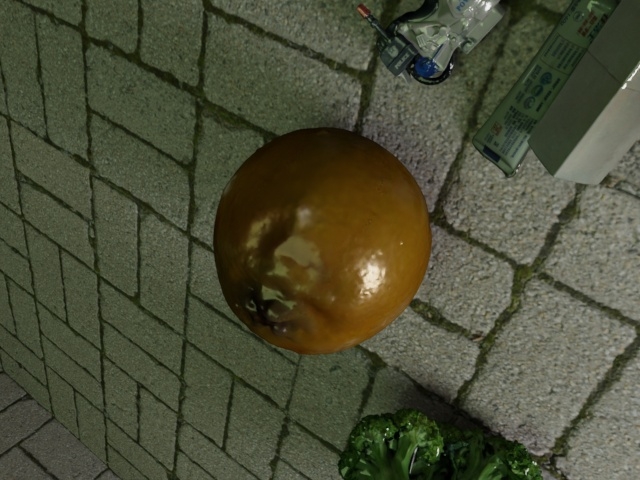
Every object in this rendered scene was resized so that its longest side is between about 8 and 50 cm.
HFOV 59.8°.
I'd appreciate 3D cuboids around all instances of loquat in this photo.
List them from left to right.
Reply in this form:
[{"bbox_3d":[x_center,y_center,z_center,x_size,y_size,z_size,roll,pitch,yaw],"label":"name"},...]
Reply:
[{"bbox_3d":[0.000,0.000,0.816,0.328,0.328,0.329,18,124,29],"label":"loquat"}]

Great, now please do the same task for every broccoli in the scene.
[{"bbox_3d":[0.215,0.470,0.927,0.310,0.320,0.414,133,122,-69],"label":"broccoli"}]

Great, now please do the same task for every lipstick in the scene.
[{"bbox_3d":[0.351,-0.222,0.557,0.080,0.076,0.372,-105,29,-44],"label":"lipstick"}]

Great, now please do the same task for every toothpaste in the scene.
[{"bbox_3d":[0.273,-0.196,0.672,0.069,0.047,0.268,25,132,0],"label":"toothpaste"}]

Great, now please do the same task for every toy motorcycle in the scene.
[{"bbox_3d":[0.147,-0.296,0.679,0.150,0.102,0.221,40,133,-5],"label":"toy motorcycle"}]
